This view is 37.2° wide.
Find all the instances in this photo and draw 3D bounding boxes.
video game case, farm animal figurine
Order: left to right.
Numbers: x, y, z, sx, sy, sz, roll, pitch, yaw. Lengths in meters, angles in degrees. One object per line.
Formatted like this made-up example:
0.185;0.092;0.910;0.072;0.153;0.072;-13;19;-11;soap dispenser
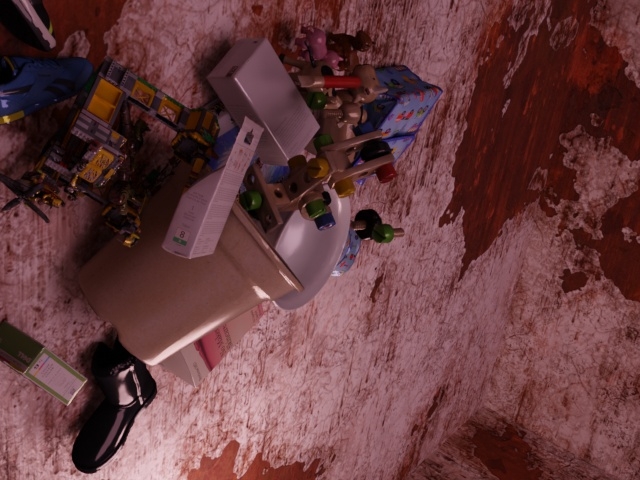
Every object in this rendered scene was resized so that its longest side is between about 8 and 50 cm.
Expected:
-0.159;-0.181;1.932;0.244;0.061;0.269;-39;143;-36;video game case
0.040;-0.288;1.974;0.330;0.172;0.326;-47;148;-56;farm animal figurine

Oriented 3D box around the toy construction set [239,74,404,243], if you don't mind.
-0.023;-0.143;1.712;0.237;0.257;0.308;-6;94;-39;toy construction set

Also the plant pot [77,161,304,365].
-0.250;0.050;1.709;0.305;0.334;0.334;-38;149;-1;plant pot

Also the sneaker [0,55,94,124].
-0.426;-0.247;1.427;0.209;0.069;0.082;-36;137;-40;sneaker

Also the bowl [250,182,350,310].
-0.069;-0.007;2.053;0.298;0.134;0.297;-41;143;-40;bowl

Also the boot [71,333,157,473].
-0.419;0.308;1.859;0.246;0.094;0.207;-53;154;-32;boot

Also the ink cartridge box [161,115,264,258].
-0.163;-0.085;1.457;0.181;0.056;0.224;-12;123;-85;ink cartridge box

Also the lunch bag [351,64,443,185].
0.138;-0.264;2.321;0.221;0.138;0.293;-22;143;-52;lunch bag

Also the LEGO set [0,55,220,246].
-0.320;-0.096;1.434;0.255;0.331;0.192;39;41;-28;LEGO set

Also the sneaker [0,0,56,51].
-0.416;-0.368;1.329;0.097;0.084;0.234;-53;150;-22;sneaker

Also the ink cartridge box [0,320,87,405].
-0.500;0.201;1.626;0.062;0.109;0.209;-56;150;-16;ink cartridge box

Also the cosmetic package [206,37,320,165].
-0.106;-0.261;1.811;0.117;0.086;0.231;-55;131;-27;cosmetic package

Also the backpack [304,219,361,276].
0.000;0.000;2.224;0.117;0.173;0.158;17;99;-61;backpack

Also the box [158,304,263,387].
-0.246;0.165;1.998;0.232;0.127;0.148;-48;148;-28;box
